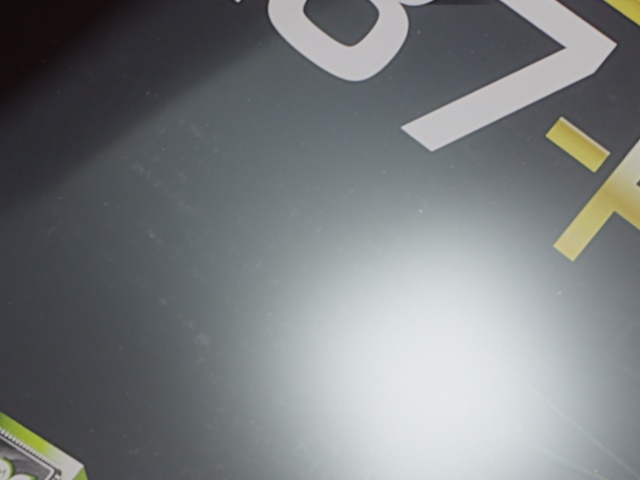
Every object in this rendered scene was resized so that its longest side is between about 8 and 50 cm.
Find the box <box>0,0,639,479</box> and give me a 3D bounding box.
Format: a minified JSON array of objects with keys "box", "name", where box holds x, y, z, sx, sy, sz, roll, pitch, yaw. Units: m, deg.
[{"box":[0.100,0.040,0.369,0.395,0.097,0.318,40,88,17],"name":"box"}]
